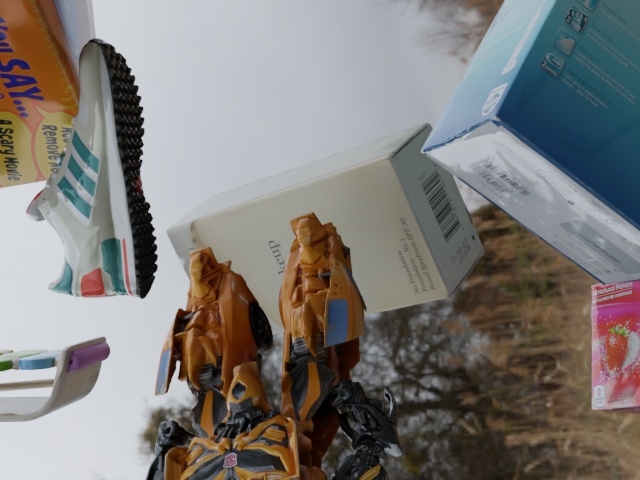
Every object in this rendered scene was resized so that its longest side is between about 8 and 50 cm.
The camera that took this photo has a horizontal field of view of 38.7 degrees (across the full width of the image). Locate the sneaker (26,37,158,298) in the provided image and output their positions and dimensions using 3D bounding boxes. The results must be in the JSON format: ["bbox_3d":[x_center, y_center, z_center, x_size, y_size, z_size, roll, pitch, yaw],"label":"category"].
[{"bbox_3d":[-0.148,-0.041,0.559,0.057,0.075,0.161,-59,-37,-82],"label":"sneaker"}]

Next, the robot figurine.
[{"bbox_3d":[-0.048,0.116,0.700,0.291,0.211,0.085,-91,-24,-47],"label":"robot figurine"}]

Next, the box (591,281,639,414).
[{"bbox_3d":[0.366,0.085,0.797,0.257,0.122,0.128,153,125,-62],"label":"box"}]

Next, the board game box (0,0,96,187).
[{"bbox_3d":[-0.355,-0.250,0.542,0.356,0.356,0.356,88,171,-65],"label":"board game box"}]

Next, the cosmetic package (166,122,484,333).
[{"bbox_3d":[0.000,0.000,0.994,0.113,0.309,0.160,-43,-69,-52],"label":"cosmetic package"}]

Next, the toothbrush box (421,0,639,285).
[{"bbox_3d":[0.256,-0.144,0.767,0.296,0.216,0.126,-61,15,-15],"label":"toothbrush box"}]

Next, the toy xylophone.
[{"bbox_3d":[-0.408,0.160,1.082,0.236,0.322,0.081,56,-148,-90],"label":"toy xylophone"}]
